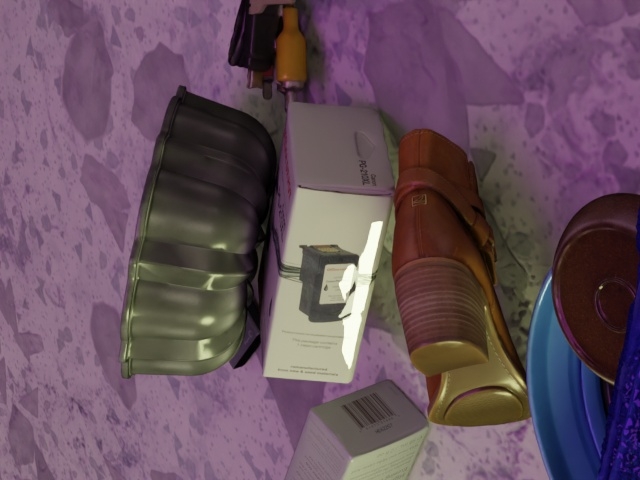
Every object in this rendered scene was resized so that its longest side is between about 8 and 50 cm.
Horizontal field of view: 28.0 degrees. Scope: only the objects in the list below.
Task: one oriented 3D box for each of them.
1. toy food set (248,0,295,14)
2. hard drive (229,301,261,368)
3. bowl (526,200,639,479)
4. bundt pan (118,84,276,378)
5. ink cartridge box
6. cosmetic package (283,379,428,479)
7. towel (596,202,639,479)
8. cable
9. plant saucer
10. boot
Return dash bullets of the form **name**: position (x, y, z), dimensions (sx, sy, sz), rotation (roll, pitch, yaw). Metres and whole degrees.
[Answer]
- **toy food set**: position (-0.056, -0.328, 1.280), dimensions (0.132, 0.038, 0.192), rotation (-168, 82, -64)
- **hard drive**: position (-0.119, 0.084, 1.631), dimensions (0.135, 0.022, 0.094), rotation (58, 141, 19)
- **bowl**: position (0.331, 0.146, 1.010), dimensions (0.391, 0.077, 0.391), rotation (24, 121, 46)
- **bundt pan**: position (-0.126, 0.003, 1.418), dimensions (0.331, 0.124, 0.331), rotation (-168, 90, -89)
- **ink cartridge box**: position (0.000, 0.000, 1.313), dimensions (0.172, 0.100, 0.237), rotation (-97, 16, -55)
- **cosmetic package**: position (0.026, 0.273, 1.433), dimensions (0.085, 0.117, 0.231), rotation (47, 137, 34)
- **towel**: position (0.302, 0.080, 0.869), dimensions (0.227, 0.076, 0.308), rotation (21, 117, 38)
- **cable**: position (-0.044, -0.283, 1.385), dimensions (0.139, 0.072, 0.287), rotation (-146, 61, -63)
- **plant saucer**: position (0.240, 0.047, 1.005), dimensions (0.168, 0.029, 0.168), rotation (24, 122, 47)
- **boot**: position (0.127, 0.046, 1.203), dimensions (0.109, 0.283, 0.220), rotation (-14, 59, 20)
